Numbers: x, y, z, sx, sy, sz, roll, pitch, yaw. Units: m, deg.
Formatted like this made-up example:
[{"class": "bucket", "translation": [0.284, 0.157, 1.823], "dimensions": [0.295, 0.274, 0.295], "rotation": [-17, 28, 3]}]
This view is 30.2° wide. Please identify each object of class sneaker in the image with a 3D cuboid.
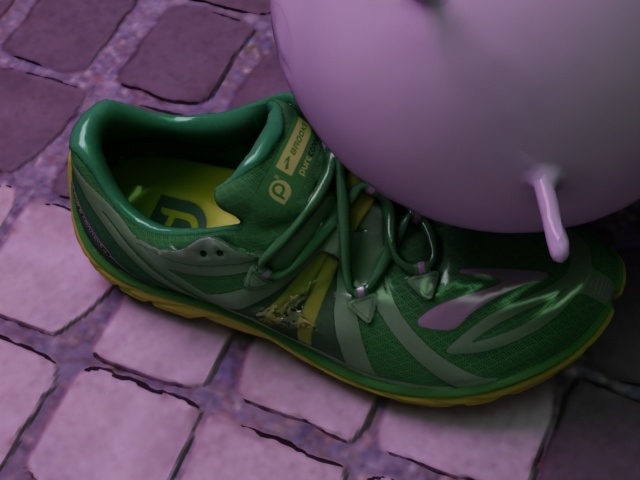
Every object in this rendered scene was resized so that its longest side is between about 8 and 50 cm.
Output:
[{"class": "sneaker", "translation": [0.000, 0.000, 0.589], "dimensions": [0.295, 0.123, 0.109], "rotation": [12, 61, 14]}]

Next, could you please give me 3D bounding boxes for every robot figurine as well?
[{"class": "robot figurine", "translation": [0.095, -0.139, 0.542], "dimensions": [0.300, 0.200, 0.353], "rotation": [42, 36, -14]}]
